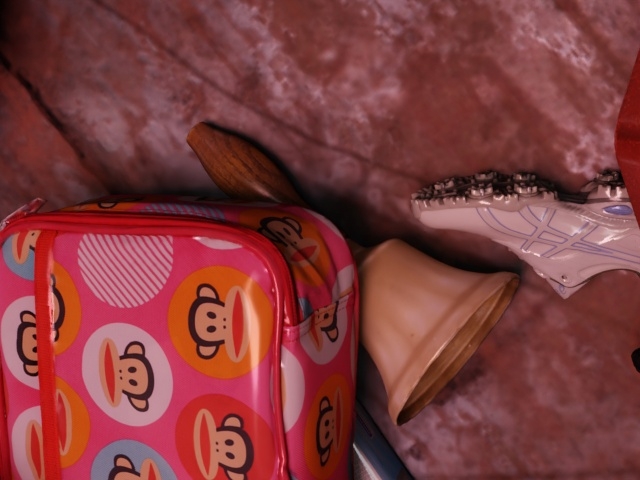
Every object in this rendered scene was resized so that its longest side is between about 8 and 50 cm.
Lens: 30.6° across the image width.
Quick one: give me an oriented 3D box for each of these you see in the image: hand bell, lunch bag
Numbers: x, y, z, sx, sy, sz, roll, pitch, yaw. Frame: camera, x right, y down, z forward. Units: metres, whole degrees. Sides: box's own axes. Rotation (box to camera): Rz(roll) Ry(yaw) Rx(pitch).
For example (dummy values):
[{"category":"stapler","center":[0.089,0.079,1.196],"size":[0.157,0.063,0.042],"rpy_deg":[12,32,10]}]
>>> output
[{"category":"hand bell","center":[0.000,0.000,0.790],"size":[0.242,0.126,0.126],"rpy_deg":[39,106,16]},{"category":"lunch bag","center":[-0.108,0.115,0.748],"size":[0.258,0.120,0.293],"rpy_deg":[4,102,26]}]

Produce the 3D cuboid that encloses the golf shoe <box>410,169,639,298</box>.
[{"category":"golf shoe","center":[0.145,-0.001,0.764],"size":[0.176,0.069,0.086],"rpy_deg":[3,107,13]}]

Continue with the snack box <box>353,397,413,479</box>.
[{"category":"snack box","center":[-0.104,0.206,0.857],"size":[0.322,0.060,0.187],"rpy_deg":[-35,90,16]}]

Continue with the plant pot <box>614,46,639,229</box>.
[{"category":"plant pot","center":[0.298,-0.062,0.593],"size":[0.235,0.267,0.267],"rpy_deg":[8,63,31]}]

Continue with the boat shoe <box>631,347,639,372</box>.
[{"category":"boat shoe","center":[0.354,0.165,0.714],"size":[0.158,0.127,0.340],"rpy_deg":[-38,91,11]}]
